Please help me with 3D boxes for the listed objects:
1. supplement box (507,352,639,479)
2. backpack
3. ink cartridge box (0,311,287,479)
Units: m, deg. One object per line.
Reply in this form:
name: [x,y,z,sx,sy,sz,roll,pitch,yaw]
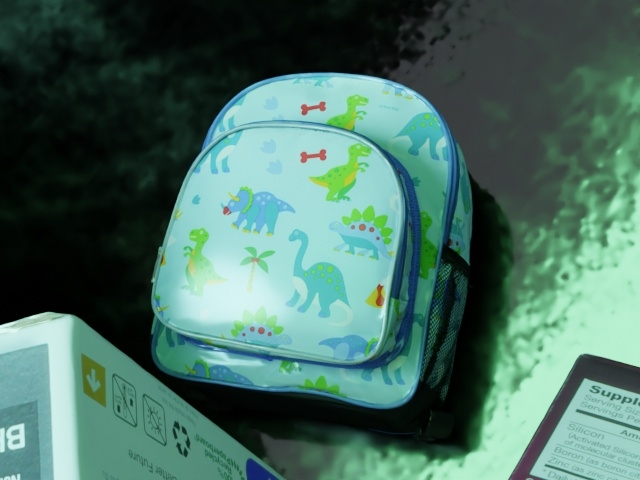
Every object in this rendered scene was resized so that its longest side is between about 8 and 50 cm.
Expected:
supplement box: [0.074,0.132,0.559,0.081,0.104,0.188,16,39,19]
backpack: [0.000,0.000,0.680,0.105,0.084,0.114,8,74,16]
ink cartridge box: [-0.032,0.153,0.562,0.045,0.206,0.208,-18,58,17]
